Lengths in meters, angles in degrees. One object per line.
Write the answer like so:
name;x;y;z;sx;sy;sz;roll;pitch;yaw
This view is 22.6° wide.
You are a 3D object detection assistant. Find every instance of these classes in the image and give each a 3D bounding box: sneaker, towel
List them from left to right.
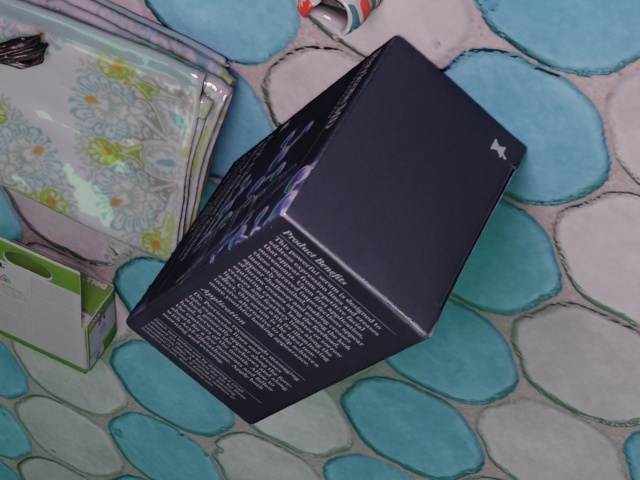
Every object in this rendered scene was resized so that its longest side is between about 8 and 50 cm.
towel;-0.302;-0.159;2.025;0.374;0.090;0.320;26;132;9
sneaker;-0.013;-0.283;1.715;0.161;0.075;0.057;37;144;-8

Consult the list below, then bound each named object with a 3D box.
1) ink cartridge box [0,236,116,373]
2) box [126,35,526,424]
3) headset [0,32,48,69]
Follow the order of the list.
ink cartridge box;-0.412;0.064;2.426;0.189;0.097;0.255;23;143;13
box;0.000;0.000;1.861;0.212;0.293;0.395;41;144;-13
headset;-0.398;-0.364;1.782;0.185;0.243;0.394;-7;124;-17
